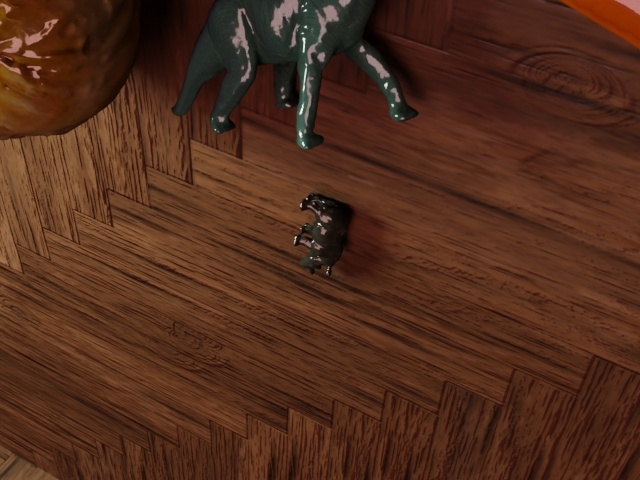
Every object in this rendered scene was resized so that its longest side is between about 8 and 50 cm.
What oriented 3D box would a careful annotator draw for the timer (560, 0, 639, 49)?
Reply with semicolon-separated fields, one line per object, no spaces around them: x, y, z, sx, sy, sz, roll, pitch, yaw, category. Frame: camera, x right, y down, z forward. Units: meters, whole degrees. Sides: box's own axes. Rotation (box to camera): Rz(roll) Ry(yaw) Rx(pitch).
0.286;-0.264;0.613;0.257;0.161;0.250;34;125;7;timer

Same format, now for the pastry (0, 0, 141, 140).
-0.364;-0.305;0.953;0.409;0.245;0.409;18;136;19;pastry

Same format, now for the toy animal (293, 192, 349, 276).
0.000;0.000;1.118;0.065;0.047;0.135;21;132;8;toy animal

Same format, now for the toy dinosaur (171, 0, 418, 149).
-0.047;-0.273;0.878;0.383;0.129;0.331;9;121;33;toy dinosaur
